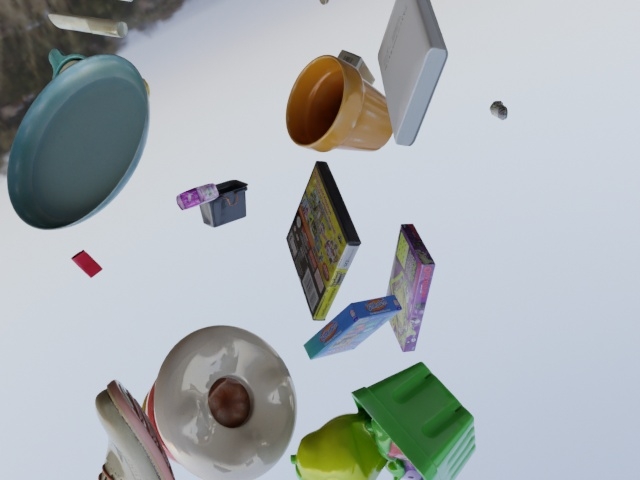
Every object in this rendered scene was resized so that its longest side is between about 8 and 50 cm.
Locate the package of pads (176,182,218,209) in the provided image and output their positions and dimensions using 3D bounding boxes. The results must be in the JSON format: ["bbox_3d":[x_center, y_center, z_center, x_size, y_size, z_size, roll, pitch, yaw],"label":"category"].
[{"bbox_3d":[-0.215,-0.077,1.422,0.050,0.032,0.083,-20,-174,13],"label":"package of pads"}]

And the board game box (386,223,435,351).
[{"bbox_3d":[0.268,0.146,2.497,0.056,0.346,0.208,-1,-143,-11],"label":"board game box"}]

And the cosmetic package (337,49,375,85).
[{"bbox_3d":[0.082,-0.400,1.931,0.060,0.115,0.041,28,-95,25],"label":"cosmetic package"}]

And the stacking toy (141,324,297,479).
[{"bbox_3d":[-0.309,0.420,1.943,0.350,0.350,0.480,-41,-173,-39],"label":"stacking toy"}]

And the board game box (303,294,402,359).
[{"bbox_3d":[0.078,0.214,2.004,0.160,0.047,0.210,-6,150,-45],"label":"board game box"}]

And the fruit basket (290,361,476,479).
[{"bbox_3d":[0.138,0.465,1.783,0.392,0.392,0.283,-32,-120,-20],"label":"fruit basket"}]

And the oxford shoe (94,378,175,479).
[{"bbox_3d":[-0.311,0.407,1.328,0.146,0.397,0.140,-21,-152,-16],"label":"oxford shoe"}]

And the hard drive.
[{"bbox_3d":[0.167,-0.349,1.539,0.040,0.203,0.307,8,-139,-12],"label":"hard drive"}]

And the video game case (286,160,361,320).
[{"bbox_3d":[0.000,0.000,1.852,0.035,0.248,0.275,3,-138,-23],"label":"video game case"}]

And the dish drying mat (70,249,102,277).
[{"bbox_3d":[-0.468,0.047,1.635,0.032,0.083,0.008,-39,-120,-8],"label":"dish drying mat"}]

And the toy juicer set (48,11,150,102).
[{"bbox_3d":[-0.419,-0.289,1.513,0.209,0.329,0.089,-9,-175,31],"label":"toy juicer set"}]

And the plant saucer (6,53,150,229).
[{"bbox_3d":[-0.398,-0.160,1.359,0.318,0.044,0.317,-13,-116,28],"label":"plant saucer"}]

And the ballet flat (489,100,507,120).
[{"bbox_3d":[0.456,-0.334,2.097,0.041,0.041,0.114,-20,-162,12],"label":"ballet flat"}]

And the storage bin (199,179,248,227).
[{"bbox_3d":[-0.249,-0.092,2.110,0.135,0.091,0.098,-23,-152,-34],"label":"storage bin"}]

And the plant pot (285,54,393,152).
[{"bbox_3d":[0.058,-0.281,1.796,0.188,0.205,0.205,14,172,-38],"label":"plant pot"}]

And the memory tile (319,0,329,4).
[{"bbox_3d":[0.018,-0.558,1.677,0.012,0.113,0.148,-19,-174,-21],"label":"memory tile"}]
